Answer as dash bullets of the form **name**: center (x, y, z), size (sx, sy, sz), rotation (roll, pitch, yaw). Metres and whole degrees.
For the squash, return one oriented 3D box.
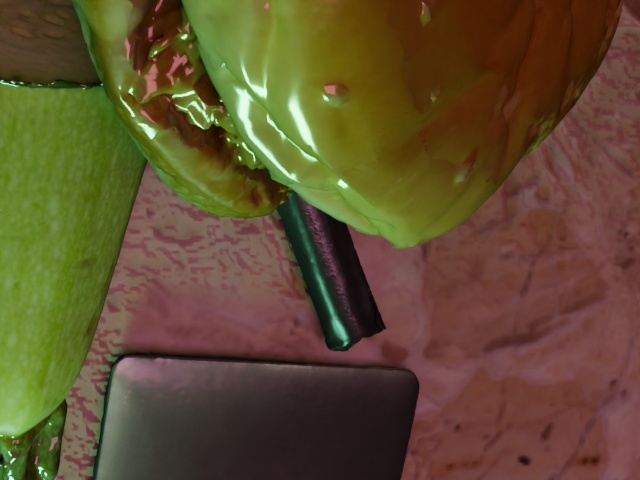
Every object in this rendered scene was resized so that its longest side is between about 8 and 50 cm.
- **squash**: center (-0.148, 0.005, 0.515), size (0.137, 0.137, 0.287), rotation (9, 103, -23)

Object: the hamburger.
- **hamburger**: center (0.020, -0.151, 0.460), size (0.319, 0.158, 0.318), rotation (-10, 102, -58)

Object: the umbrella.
- **umbrella**: center (0.001, -0.001, 0.623), size (0.036, 0.031, 0.133), rotation (-37, 117, -38)

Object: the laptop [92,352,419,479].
- **laptop**: center (-0.049, 0.195, 0.664), size (0.188, 0.015, 0.269), rotation (6, 102, -23)
